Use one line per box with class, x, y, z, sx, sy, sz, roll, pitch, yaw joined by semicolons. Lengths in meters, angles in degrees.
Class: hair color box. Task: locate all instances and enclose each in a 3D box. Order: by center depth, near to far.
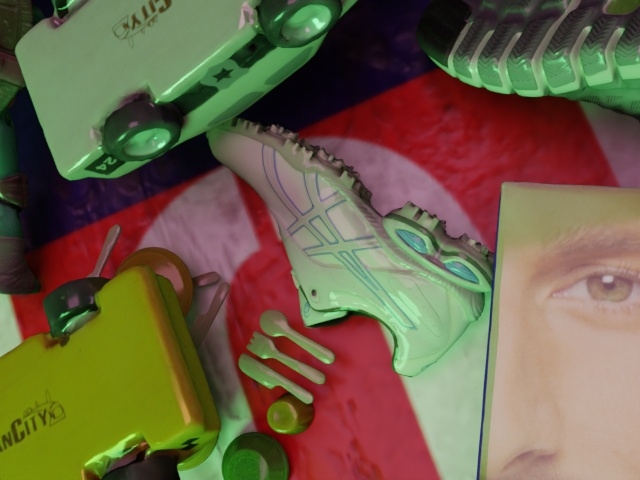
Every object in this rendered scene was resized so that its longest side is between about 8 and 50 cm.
hair color box;0.156;0.152;0.421;0.185;0.110;0.339;3;78;15

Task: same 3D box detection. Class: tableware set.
tableware set;-0.071;0.068;0.537;0.154;0.024;0.104;28;94;16

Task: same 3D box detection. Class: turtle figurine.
turtle figurine;-0.189;-0.095;0.554;0.175;0.118;0.234;14;88;16

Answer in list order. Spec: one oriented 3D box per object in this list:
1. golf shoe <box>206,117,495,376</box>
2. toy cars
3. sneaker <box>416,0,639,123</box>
golf shoe;0.000;0.000;0.511;0.176;0.069;0.086;34;97;20
toy cars;-0.081;-0.006;0.477;0.176;0.087;0.394;23;96;31
sneaker;0.151;-0.069;0.478;0.086;0.132;0.228;-54;36;-10
